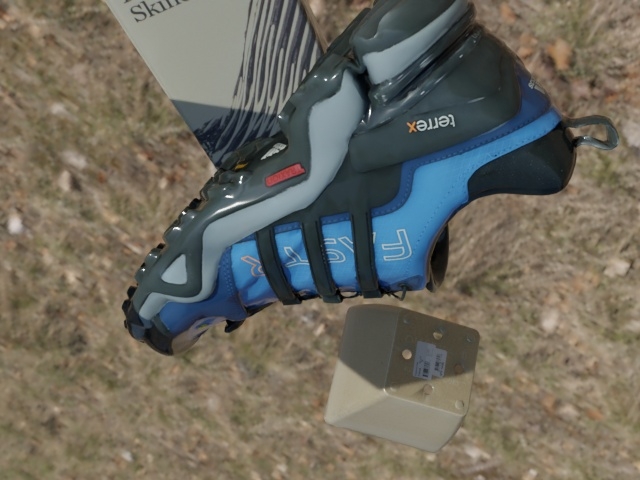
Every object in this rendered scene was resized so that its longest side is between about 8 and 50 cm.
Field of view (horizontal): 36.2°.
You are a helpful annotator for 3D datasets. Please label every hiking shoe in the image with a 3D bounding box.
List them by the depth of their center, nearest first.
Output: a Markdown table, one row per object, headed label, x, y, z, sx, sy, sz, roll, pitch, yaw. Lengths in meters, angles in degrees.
| label | x | y | z | sx | sy | sz | roll | pitch | yaw |
| --- | --- | --- | --- | --- | --- | --- | --- | --- | --- |
| hiking shoe | 0.000 | 0.000 | 0.528 | 0.132 | 0.113 | 0.304 | 41 | 131 | -8 |

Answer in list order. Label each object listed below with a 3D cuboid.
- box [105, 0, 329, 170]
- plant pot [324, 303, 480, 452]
| label | x | y | z | sx | sy | sz | roll | pitch | yaw |
| --- | --- | --- | --- | --- | --- | --- | --- | --- | --- |
| box | -0.054 | -0.132 | 0.669 | 0.275 | 0.113 | 0.094 | 57 | -168 | -47 |
| plant pot | 0.078 | 0.110 | 0.825 | 0.109 | 0.109 | 0.096 | 18 | 160 | -12 |
